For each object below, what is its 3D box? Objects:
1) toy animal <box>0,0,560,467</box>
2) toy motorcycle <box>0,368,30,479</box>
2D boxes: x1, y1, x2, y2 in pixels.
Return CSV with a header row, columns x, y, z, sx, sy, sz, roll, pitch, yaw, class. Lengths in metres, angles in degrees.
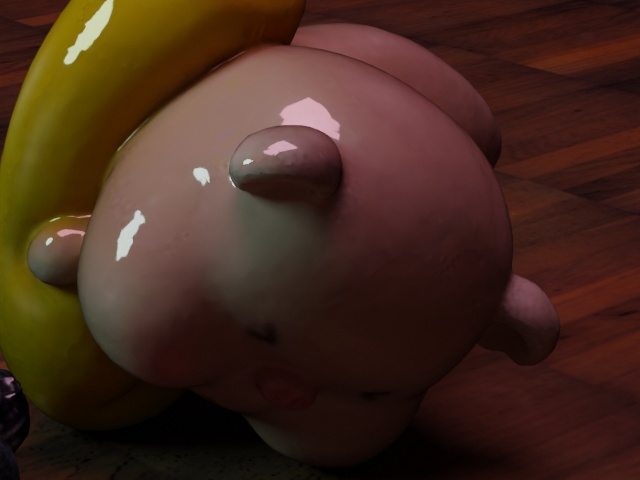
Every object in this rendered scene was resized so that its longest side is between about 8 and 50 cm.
x,y,z,sx,sy,sz,roll,pitch,yaw,class
-0.010,0.019,1.003,0.247,0.277,0.345,35,4,32,toy animal
-0.312,0.104,0.885,0.358,0.125,0.212,5,28,20,toy motorcycle
